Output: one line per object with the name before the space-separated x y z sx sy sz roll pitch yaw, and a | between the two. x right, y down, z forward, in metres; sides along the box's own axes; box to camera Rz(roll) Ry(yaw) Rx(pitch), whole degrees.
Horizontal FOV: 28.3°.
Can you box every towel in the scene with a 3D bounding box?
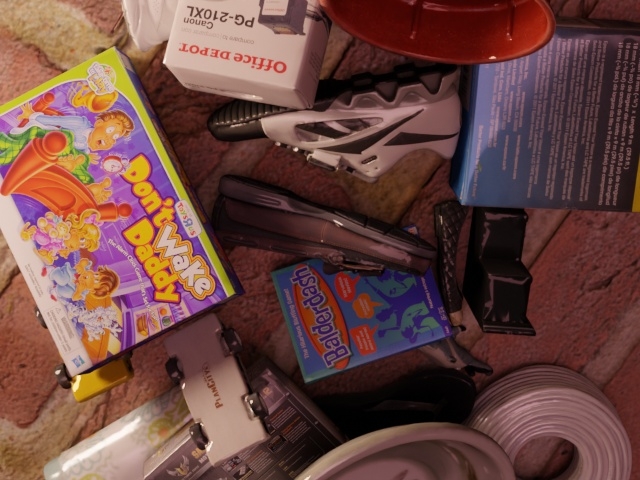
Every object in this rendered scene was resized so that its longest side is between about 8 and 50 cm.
towel | -0.162 0.387 1.811 0.320 0.090 0.374 -32 107 2

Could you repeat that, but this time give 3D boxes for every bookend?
bookend | 0.245 0.025 1.690 0.072 0.156 0.157 4 106 -5

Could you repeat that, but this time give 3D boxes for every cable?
cable | 0.315 0.311 1.819 0.257 0.089 0.257 -24 107 4

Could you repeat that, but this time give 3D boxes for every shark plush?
shark plush | 0.184 0.143 1.778 0.161 0.073 0.067 32 72 -8

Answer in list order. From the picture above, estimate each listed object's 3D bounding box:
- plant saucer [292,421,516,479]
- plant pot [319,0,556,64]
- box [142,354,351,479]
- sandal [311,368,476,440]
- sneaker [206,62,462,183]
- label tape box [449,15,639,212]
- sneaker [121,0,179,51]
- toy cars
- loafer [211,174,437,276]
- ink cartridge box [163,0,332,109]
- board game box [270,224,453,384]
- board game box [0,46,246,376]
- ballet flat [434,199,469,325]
plant saucer | 0.068 0.376 1.708 0.400 0.100 0.401 -15 130 -19
plant pot | 0.154 -0.381 1.482 0.272 0.272 0.265 12 75 -8
box | -0.096 0.297 1.717 0.231 0.056 0.183 -43 105 6
sandal | 0.098 0.250 1.786 0.254 0.054 0.097 -15 114 8
sneaker | 0.020 -0.133 1.636 0.330 0.122 0.146 -6 115 8
label tape box | 0.349 -0.165 1.664 0.333 0.106 0.241 3 106 -5
sneaker | -0.207 -0.359 1.582 0.115 0.090 0.232 -16 117 -6
toy cars | -0.216 0.162 1.671 0.393 0.087 0.177 21 78 21
loafer | 0.000 0.000 1.672 0.302 0.109 0.095 19 100 8
ink cartridge box | -0.073 -0.294 1.535 0.171 0.100 0.237 12 84 11
board game box | 0.055 0.087 1.718 0.210 0.047 0.160 -19 80 2
board game box | -0.278 -0.035 1.609 0.233 0.078 0.347 -27 85 4
ballet flat | 0.183 0.031 1.728 0.049 0.057 0.173 -4 97 0
